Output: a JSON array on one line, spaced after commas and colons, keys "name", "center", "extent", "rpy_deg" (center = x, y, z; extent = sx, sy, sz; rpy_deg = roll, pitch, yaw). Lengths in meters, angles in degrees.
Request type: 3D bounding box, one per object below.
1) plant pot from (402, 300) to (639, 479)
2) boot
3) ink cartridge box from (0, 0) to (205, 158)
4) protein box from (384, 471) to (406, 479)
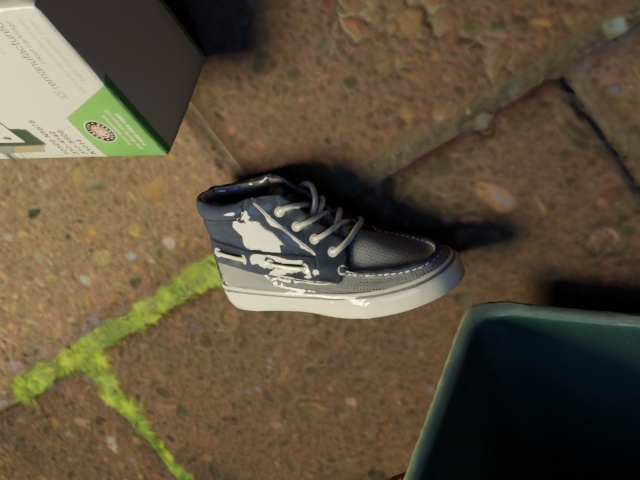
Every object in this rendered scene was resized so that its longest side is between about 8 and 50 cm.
[{"name": "plant pot", "center": [0.197, 0.219, 0.787], "extent": [0.247, 0.248, 0.252], "rpy_deg": [4, 137, 26]}, {"name": "boot", "center": [0.000, 0.000, 0.859], "extent": [0.190, 0.069, 0.086], "rpy_deg": [-4, 119, 32]}, {"name": "ink cartridge box", "center": [-0.214, -0.131, 0.842], "extent": [0.219, 0.093, 0.160], "rpy_deg": [0, 149, 29]}, {"name": "protein box", "center": [0.047, 0.312, 0.983], "extent": [0.201, 0.136, 0.200], "rpy_deg": [-30, 102, 38]}]
